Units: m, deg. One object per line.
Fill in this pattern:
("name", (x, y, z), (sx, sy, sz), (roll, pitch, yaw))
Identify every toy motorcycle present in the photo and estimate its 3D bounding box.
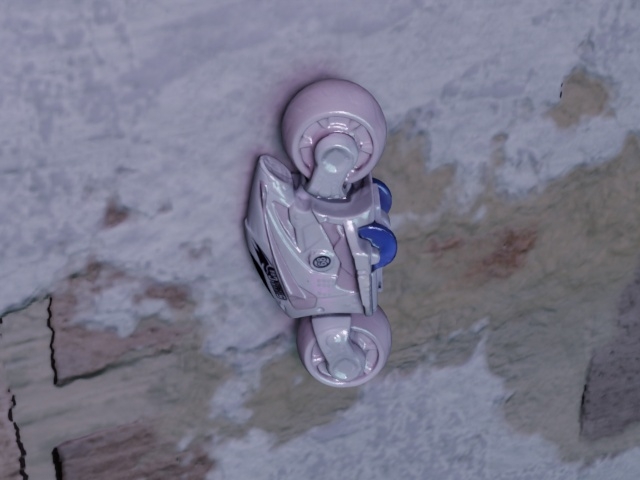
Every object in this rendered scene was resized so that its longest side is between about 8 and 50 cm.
("toy motorcycle", (0.000, 0.000, 1.112), (0.112, 0.112, 0.254), (-18, 128, -21))
